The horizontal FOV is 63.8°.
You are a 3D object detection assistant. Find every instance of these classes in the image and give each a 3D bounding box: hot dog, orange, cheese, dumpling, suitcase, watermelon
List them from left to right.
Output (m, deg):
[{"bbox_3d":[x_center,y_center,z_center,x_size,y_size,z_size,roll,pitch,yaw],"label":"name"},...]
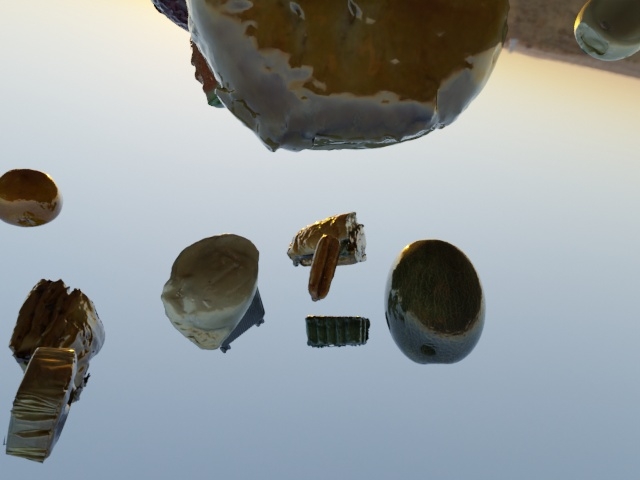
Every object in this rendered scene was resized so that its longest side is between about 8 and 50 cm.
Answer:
[{"bbox_3d":[-0.708,-0.105,1.239,0.159,0.159,0.136,-1,-110,-27],"label":"orange"},{"bbox_3d":[-0.224,0.088,1.059,0.179,0.252,0.131,33,160,-20],"label":"dumpling"},{"bbox_3d":[-0.288,0.175,1.570,0.202,0.312,0.128,-35,-138,-31],"label":"suitcase"},{"bbox_3d":[-0.124,-0.334,0.893,0.128,0.231,0.146,34,-168,23],"label":"watermelon"},{"bbox_3d":[0.005,0.059,1.080,0.062,0.144,0.038,20,171,-39],"label":"hot dog"},{"bbox_3d":[0.605,-0.447,1.008,0.227,0.064,0.137,-38,-99,-11],"label":"cheese"}]

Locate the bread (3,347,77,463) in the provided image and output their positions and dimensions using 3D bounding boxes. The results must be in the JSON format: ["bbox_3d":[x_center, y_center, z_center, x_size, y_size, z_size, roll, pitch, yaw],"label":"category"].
[{"bbox_3d":[-0.630,0.371,1.179,0.110,0.192,0.210,15,-162,-19],"label":"bread"}]

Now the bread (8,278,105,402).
[{"bbox_3d":[-0.761,0.287,1.530,0.167,0.277,0.324,-16,-142,-2],"label":"bread"}]

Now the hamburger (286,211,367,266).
[{"bbox_3d":[0.000,0.000,1.273,0.208,0.135,0.155,-6,176,24],"label":"hamburger"}]

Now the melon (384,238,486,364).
[{"bbox_3d":[0.272,0.143,1.233,0.237,0.301,0.237,0,165,0],"label":"melon"}]

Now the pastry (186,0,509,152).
[{"bbox_3d":[0.036,-0.297,0.665,0.410,0.409,0.245,10,-166,-4],"label":"pastry"}]

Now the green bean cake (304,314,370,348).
[{"bbox_3d":[0.072,0.300,1.696,0.208,0.107,0.193,-8,164,27],"label":"green bean cake"}]

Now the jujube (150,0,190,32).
[{"bbox_3d":[-0.289,-0.590,1.240,0.290,0.197,0.197,18,-167,-48],"label":"jujube"}]
